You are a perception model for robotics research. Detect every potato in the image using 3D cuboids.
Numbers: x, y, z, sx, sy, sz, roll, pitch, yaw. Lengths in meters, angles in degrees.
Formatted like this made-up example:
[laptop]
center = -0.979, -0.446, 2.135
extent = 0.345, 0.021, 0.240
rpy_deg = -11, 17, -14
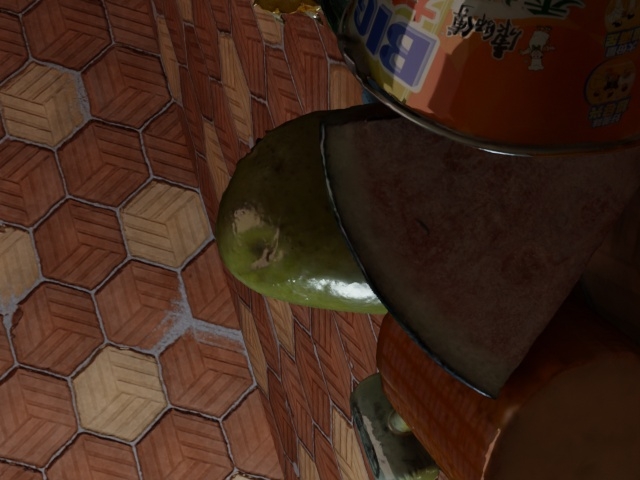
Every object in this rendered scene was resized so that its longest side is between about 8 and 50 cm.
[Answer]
[potato]
center = 0.000, 0.000, 1.839
extent = 0.213, 0.280, 0.330
rpy_deg = -120, 22, -55

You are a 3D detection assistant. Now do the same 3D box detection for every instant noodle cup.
[instant noodle cup]
center = 0.172, -0.231, 0.974
extent = 0.296, 0.296, 0.214
rpy_deg = -118, 30, -45

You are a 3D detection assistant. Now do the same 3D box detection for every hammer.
[hammer]
center = 0.137, 0.264, 1.934
extent = 0.305, 0.113, 0.202
rpy_deg = 112, 139, -59

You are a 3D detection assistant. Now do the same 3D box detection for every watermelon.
[watermelon]
center = 0.172, -0.020, 1.150
extent = 0.283, 0.292, 0.251
rpy_deg = -41, -47, -56

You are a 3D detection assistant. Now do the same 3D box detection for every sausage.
[sausage]
center = 0.207, 0.159, 1.260
extent = 0.287, 0.233, 0.233
rpy_deg = -131, 30, -64

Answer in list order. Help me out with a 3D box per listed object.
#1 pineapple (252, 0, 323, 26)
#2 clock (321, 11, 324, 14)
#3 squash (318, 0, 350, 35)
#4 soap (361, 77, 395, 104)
[pineapple]
center = 0.040, -0.375, 1.672
extent = 0.139, 0.250, 0.164
rpy_deg = 27, 173, 31
[clock]
center = -0.008, -0.442, 1.906
extent = 0.236, 0.053, 0.237
rpy_deg = 167, 90, -75
[squash]
center = 0.069, -0.340, 1.458
extent = 0.252, 0.165, 0.252
rpy_deg = 163, 90, -79
[soap]
center = 0.120, -0.086, 1.569
extent = 0.293, 0.077, 0.156
rpy_deg = 68, -176, -60
